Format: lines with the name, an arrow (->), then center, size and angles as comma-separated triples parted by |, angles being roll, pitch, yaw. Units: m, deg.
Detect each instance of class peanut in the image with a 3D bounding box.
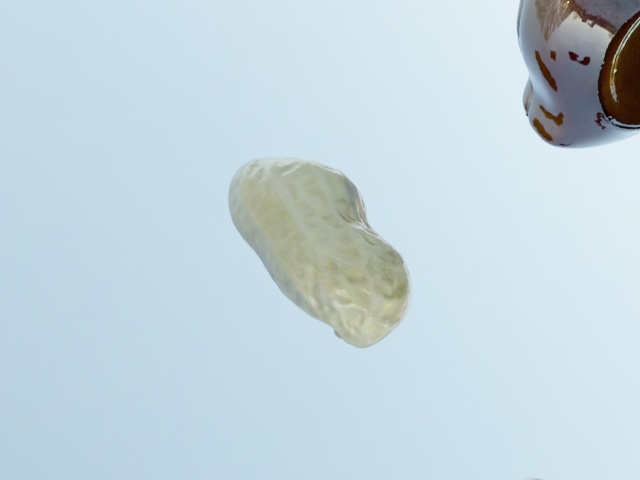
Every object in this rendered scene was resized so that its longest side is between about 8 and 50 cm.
peanut -> 0.000, 0.000, 1.188 | 0.152, 0.152, 0.313 | 4, -146, -36

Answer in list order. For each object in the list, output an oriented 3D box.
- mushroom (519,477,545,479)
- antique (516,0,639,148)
mushroom -> 0.229, 0.399, 1.355 | 0.099, 0.278, 0.096 | 0, -119, -52
antique -> 0.293, -0.209, 0.948 | 0.223, 0.278, 0.129 | 2, -140, -26
